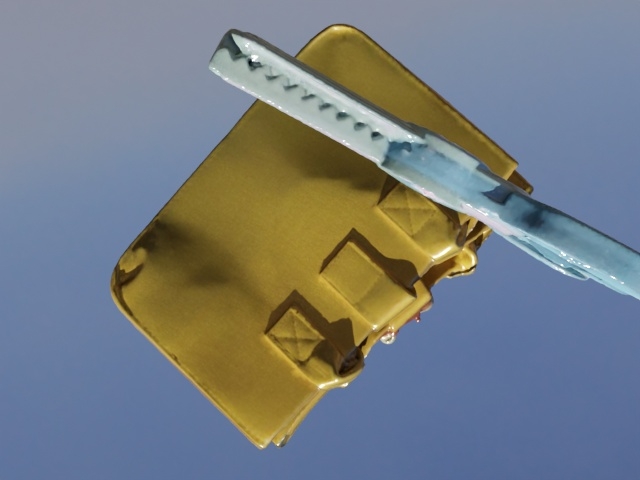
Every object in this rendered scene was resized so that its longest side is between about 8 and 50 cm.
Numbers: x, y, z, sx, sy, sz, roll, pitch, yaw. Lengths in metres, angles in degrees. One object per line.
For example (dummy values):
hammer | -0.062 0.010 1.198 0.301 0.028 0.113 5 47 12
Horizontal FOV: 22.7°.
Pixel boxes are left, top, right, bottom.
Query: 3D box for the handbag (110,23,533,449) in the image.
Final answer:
handbag | 0.000 0.000 1.686 0.401 0.283 0.133 -47 154 3

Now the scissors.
scissors | 0.060 -0.035 0.808 0.256 0.030 0.125 30 179 -7
